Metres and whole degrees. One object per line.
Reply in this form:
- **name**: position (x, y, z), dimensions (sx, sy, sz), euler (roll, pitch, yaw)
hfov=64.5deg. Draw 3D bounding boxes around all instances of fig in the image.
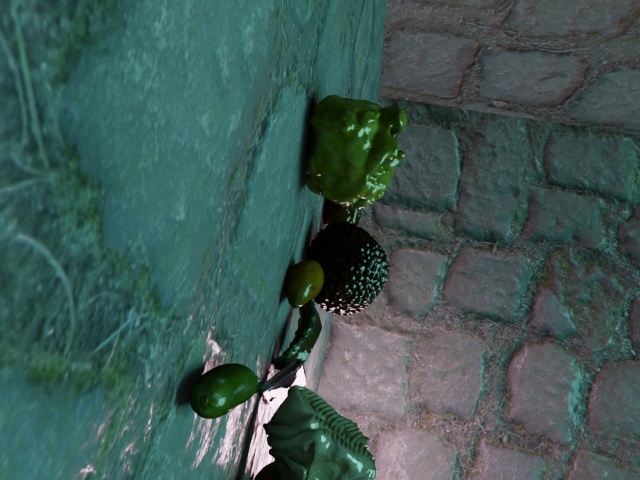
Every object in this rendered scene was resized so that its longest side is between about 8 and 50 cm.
- **fig**: position (-0.114, 0.592, 1.307), dimensions (0.149, 0.149, 0.245), euler (-44, 132, -78)

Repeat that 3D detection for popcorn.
- **popcorn**: position (0.084, -0.208, 1.215), dimensions (0.235, 0.241, 0.250), euler (-68, 170, -71)

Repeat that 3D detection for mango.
- **mango**: position (-0.042, 0.106, 1.287), dimensions (0.165, 0.089, 0.115), euler (-18, 127, -79)

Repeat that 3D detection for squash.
- **squash**: position (-0.137, 0.216, 0.749), dimensions (0.252, 0.066, 0.066), euler (69, 32, -79)

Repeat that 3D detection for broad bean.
- **broad bean**: position (0.072, -0.096, 1.758), dimensions (0.156, 0.122, 0.229), euler (-149, -106, -70)

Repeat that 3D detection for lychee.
- **lychee**: position (0.068, 0.089, 1.512), dimensions (0.267, 0.267, 0.268), euler (11, 90, -83)

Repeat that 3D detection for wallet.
- **wallet**: position (-0.088, 0.364, 1.277), dimensions (0.119, 0.025, 0.232), euler (-36, 157, -15)

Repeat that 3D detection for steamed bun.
- **steamed bun**: position (-0.024, 0.509, 1.215), dimensions (0.207, 0.280, 0.268), euler (-50, -161, -1)

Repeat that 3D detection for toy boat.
- **toy boat**: position (-0.050, 0.246, 1.390), dimensions (0.108, 0.099, 0.293), euler (-51, -170, 35)
